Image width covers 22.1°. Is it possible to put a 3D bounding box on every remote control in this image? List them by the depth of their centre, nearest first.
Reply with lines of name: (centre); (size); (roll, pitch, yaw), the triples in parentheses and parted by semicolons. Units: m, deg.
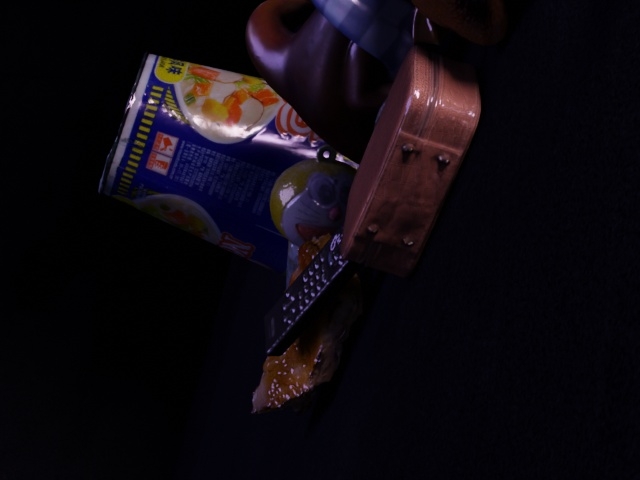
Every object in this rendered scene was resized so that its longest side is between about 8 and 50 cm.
remote control: (0.012, 0.027, 1.680); (0.245, 0.025, 0.063); (-49, 33, 33)

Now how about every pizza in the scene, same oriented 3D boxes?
pizza: (-0.005, 0.109, 1.776); (0.147, 0.069, 0.226); (36, 113, 61)

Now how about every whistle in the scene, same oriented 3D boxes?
whistle: (0.000, 0.000, 1.864); (0.123, 0.123, 0.223); (-92, 7, -72)

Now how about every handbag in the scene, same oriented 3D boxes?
handbag: (0.082, -0.078, 1.497); (0.151, 0.072, 0.193); (-81, 9, -55)

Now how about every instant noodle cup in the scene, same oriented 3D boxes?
instant noodle cup: (-0.108, -0.105, 2.109); (0.284, 0.312, 0.284); (-162, 90, -83)

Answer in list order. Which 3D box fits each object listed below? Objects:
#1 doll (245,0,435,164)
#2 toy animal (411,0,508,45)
doll: (0.068, -0.251, 1.685); (0.318, 0.209, 0.339); (61, 145, 35)
toy animal: (0.107, -0.252, 1.429); (0.089, 0.188, 0.179); (-29, -15, -8)
